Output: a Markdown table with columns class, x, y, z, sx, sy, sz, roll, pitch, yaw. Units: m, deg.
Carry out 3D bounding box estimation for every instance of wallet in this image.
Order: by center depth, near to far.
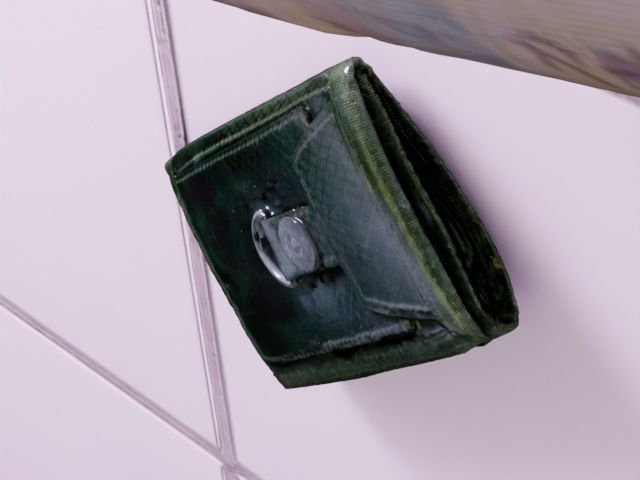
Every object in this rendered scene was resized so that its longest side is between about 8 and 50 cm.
| class | x | y | z | sx | sy | sz | roll | pitch | yaw |
| --- | --- | --- | --- | --- | --- | --- | --- | --- | --- |
| wallet | -0.002 | 0.001 | 0.934 | 0.160 | 0.055 | 0.236 | 61 | 150 | -5 |

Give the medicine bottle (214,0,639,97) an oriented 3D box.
| class | x | y | z | sx | sy | sz | roll | pitch | yaw |
| --- | --- | --- | --- | --- | --- | --- | --- | --- | --- |
| medicine bottle | 0.030 | -0.176 | 0.509 | 0.406 | 0.236 | 0.236 | 18 | 137 | 42 |
